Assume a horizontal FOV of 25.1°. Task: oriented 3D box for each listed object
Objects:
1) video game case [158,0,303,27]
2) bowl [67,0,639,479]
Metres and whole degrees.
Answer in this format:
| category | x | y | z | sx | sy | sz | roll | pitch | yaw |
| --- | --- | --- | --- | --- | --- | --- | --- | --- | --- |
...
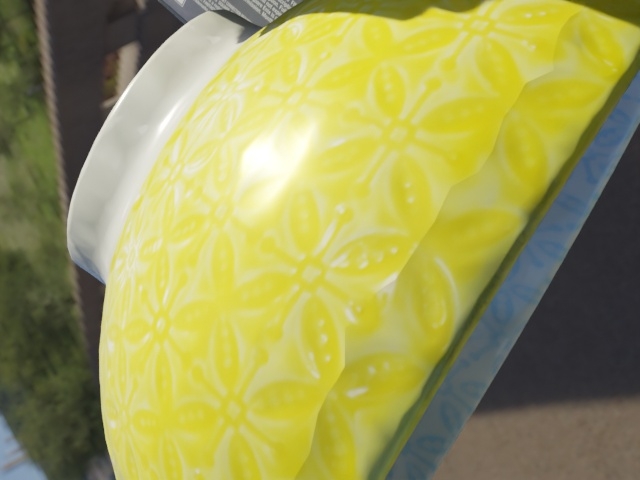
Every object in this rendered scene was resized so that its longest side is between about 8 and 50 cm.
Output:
| category | x | y | z | sx | sy | sz | roll | pitch | yaw |
| --- | --- | --- | --- | --- | --- | --- | --- | --- | --- |
| video game case | 0.006 | -0.206 | 0.772 | 0.196 | 0.026 | 0.274 | 42 | 125 | 16 |
| bowl | 0.000 | 0.000 | 0.540 | 0.156 | 0.289 | 0.289 | 31 | 163 | 10 |
